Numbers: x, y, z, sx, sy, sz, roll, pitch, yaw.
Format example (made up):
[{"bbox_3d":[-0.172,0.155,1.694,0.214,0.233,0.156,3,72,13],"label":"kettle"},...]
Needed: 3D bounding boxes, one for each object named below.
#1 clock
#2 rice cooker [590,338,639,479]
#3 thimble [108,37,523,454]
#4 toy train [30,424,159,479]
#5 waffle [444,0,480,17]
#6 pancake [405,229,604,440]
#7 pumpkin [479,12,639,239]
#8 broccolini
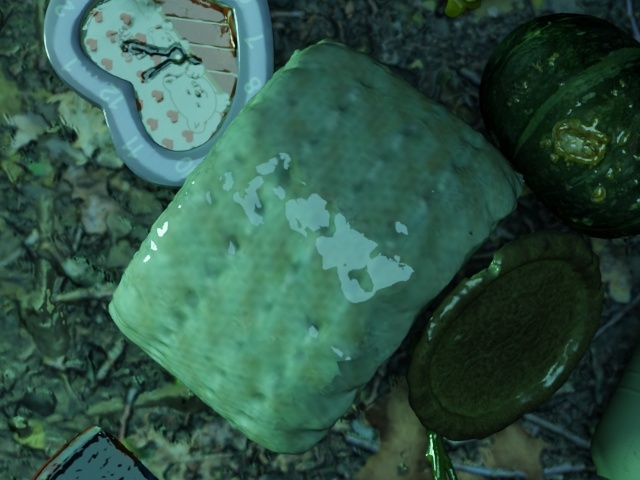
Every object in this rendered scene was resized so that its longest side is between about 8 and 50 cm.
[{"bbox_3d":[-0.113,-0.147,1.509,0.172,0.064,0.198,-38,89,-3],"label":"clock"},{"bbox_3d":[0.340,0.126,1.437,0.226,0.226,0.244,26,83,-1],"label":"rice cooker"},{"bbox_3d":[0.000,0.000,1.403,0.195,0.291,0.291,39,86,2],"label":"thimble"},{"bbox_3d":[-0.059,0.309,1.476,0.409,0.089,0.086,44,81,1],"label":"toy train"},{"bbox_3d":[0.183,-0.331,1.529,0.293,0.069,0.260,-19,89,-4],"label":"waffle"},{"bbox_3d":[0.146,0.074,1.461,0.199,0.199,0.021,-46,51,-4],"label":"pancake"},{"bbox_3d":[0.206,-0.086,1.458,0.190,0.190,0.146,34,89,0],"label":"pumpkin"},{"bbox_3d":[0.096,0.169,1.507,0.054,0.052,0.194,-6,87,-6],"label":"broccolini"}]
